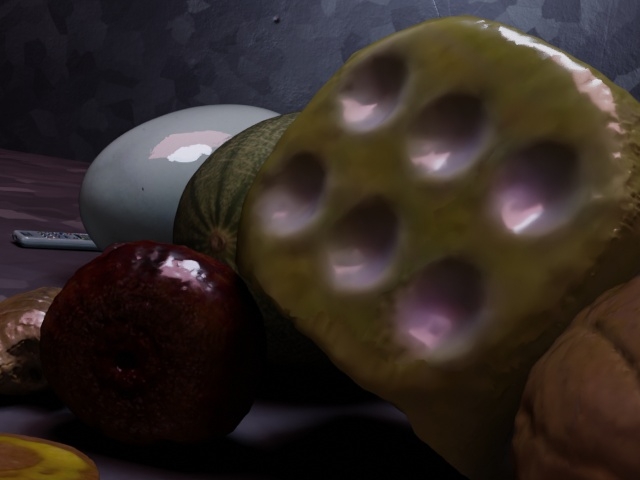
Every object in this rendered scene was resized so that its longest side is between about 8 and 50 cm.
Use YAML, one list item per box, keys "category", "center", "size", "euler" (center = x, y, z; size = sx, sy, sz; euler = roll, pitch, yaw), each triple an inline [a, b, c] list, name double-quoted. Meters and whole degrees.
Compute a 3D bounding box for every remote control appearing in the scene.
- category: "remote control"
  center: [-0.359, 0.000, 1.314]
  size: [0.124, 0.018, 0.053]
  euler: [4, 9, -34]

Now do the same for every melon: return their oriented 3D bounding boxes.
- category: "melon"
  center: [0.000, 0.000, 0.858]
  size: [0.237, 0.238, 0.301]
  euler: [13, 10, 30]

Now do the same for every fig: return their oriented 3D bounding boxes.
- category: "fig"
  center: [-0.092, 0.073, 0.664]
  size: [0.146, 0.134, 0.201]
  euler: [29, 1, 16]

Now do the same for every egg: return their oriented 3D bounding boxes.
- category: "egg"
  center: [-0.126, -0.054, 1.173]
  size: [0.230, 0.230, 0.370]
  euler: [15, 13, 40]

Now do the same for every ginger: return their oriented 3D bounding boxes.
- category: "ginger"
  center: [-0.217, 0.082, 0.660]
  size: [0.096, 0.067, 0.165]
  euler: [10, 20, 15]

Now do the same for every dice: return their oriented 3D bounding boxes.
- category: "dice"
  center: [0.109, 0.015, 0.608]
  size: [0.238, 0.227, 0.233]
  euler: [39, 2, 39]

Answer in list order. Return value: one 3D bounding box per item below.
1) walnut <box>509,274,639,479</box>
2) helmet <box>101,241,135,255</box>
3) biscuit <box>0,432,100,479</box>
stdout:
- category: "walnut"
  center: [0.186, 0.106, 0.380]
  size: [0.227, 0.228, 0.228]
  euler: [8, 7, -1]
- category: "helmet"
  center: [-0.184, 0.039, 1.001]
  size: [0.123, 0.070, 0.098]
  euler: [11, 7, 24]
- category: "biscuit"
  center: [-0.083, 0.137, 0.404]
  size: [0.277, 0.052, 0.262]
  euler: [8, 7, -7]
